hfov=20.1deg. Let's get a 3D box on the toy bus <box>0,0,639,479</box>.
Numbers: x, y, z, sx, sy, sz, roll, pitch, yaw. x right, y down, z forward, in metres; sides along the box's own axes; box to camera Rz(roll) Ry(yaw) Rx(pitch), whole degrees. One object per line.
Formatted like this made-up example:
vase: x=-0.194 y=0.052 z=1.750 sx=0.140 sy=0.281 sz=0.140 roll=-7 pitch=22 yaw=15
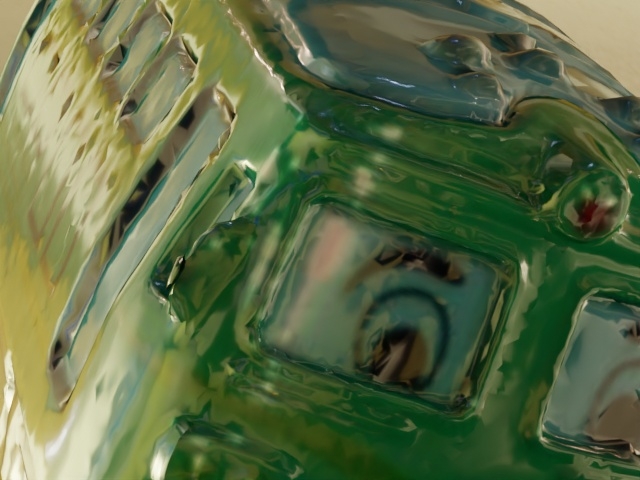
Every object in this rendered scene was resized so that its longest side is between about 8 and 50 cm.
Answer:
toy bus: x=0.000 y=0.000 z=0.584 sx=0.184 sy=0.343 sz=0.199 roll=17 pitch=-72 yaw=-22
